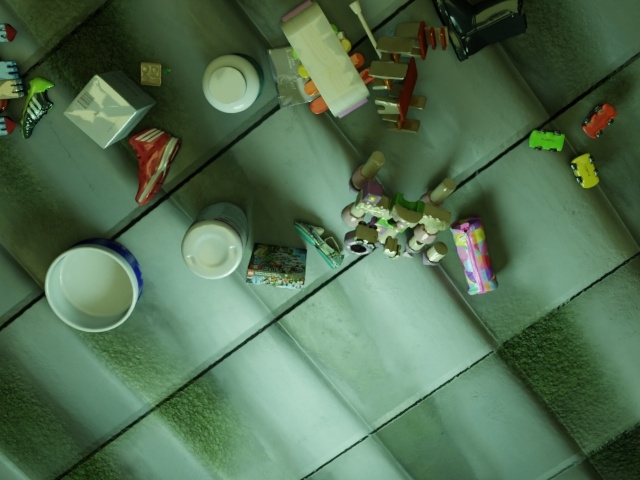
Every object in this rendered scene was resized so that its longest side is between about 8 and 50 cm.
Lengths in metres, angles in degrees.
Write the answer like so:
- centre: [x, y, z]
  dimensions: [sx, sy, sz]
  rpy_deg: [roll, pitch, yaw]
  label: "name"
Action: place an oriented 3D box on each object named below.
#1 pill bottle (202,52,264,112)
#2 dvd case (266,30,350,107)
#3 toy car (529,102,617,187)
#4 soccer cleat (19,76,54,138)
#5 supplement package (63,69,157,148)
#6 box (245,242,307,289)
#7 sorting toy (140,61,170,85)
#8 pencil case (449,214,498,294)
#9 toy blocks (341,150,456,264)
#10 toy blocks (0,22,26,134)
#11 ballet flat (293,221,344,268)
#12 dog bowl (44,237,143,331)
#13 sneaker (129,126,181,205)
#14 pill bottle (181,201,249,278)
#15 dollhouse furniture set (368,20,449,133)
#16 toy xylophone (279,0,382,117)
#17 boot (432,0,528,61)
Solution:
- centre: [-0.226, -0.411, 1.801]
  dimensions: [0.146, 0.264, 0.146]
  rpy_deg: [0, 107, 0]
  label: "pill bottle"
- centre: [-0.023, -0.472, 1.912]
  dimensions: [0.221, 0.018, 0.164]
  rpy_deg: [-12, 106, 3]
  label: "dvd case"
- centre: [0.695, -0.279, 1.951]
  dimensions: [0.225, 0.053, 0.239]
  rpy_deg: [8, 106, -2]
  label: "toy car"
- centre: [-0.788, -0.364, 1.925]
  dimensions: [0.072, 0.060, 0.179]
  rpy_deg: [15, 106, -17]
  label: "soccer cleat"
- centre: [-0.549, -0.352, 1.829]
  dimensions: [0.134, 0.244, 0.139]
  rpy_deg: [43, 101, -12]
  label: "supplement package"
- centre: [-0.121, 0.070, 1.959]
  dimensions: [0.159, 0.233, 0.044]
  rpy_deg: [8, 107, -3]
  label: "box"
- centre: [-0.456, -0.461, 1.918]
  dimensions: [0.083, 0.012, 0.062]
  rpy_deg: [5, 102, 2]
  label: "sorting toy"
- centre: [0.448, 0.043, 2.022]
  dimensions: [0.104, 0.104, 0.236]
  rpy_deg: [-19, 106, 6]
  label: "pencil case"
- centre: [0.189, -0.033, 1.926]
  dimensions: [0.288, 0.309, 0.260]
  rpy_deg: [19, 148, -13]
  label: "toy blocks"
- centre: [-0.925, -0.426, 1.860]
  dimensions: [0.261, 0.191, 0.381]
  rpy_deg: [-7, 106, -10]
  label: "toy blocks"
- centre: [0.000, 0.000, 2.035]
  dimensions: [0.070, 0.070, 0.188]
  rpy_deg: [-39, 104, 11]
  label: "ballet flat"
- centre: [-0.665, 0.130, 2.044]
  dimensions: [0.265, 0.104, 0.265]
  rpy_deg: [0, 107, 0]
  label: "dog bowl"
- centre: [-0.498, -0.219, 1.964]
  dimensions: [0.128, 0.087, 0.221]
  rpy_deg: [30, 92, 0]
  label: "sneaker"
- centre: [-0.281, -0.011, 1.909]
  dimensions: [0.160, 0.283, 0.160]
  rpy_deg: [0, 106, 0]
  label: "pill bottle"
- centre: [0.239, -0.439, 1.801]
  dimensions: [0.135, 0.262, 0.259]
  rpy_deg: [10, 70, 20]
  label: "dollhouse furniture set"
- centre: [0.040, -0.495, 1.852]
  dimensions: [0.236, 0.081, 0.323]
  rpy_deg: [-23, 105, 6]
  label: "toy xylophone"
- centre: [0.417, -0.623, 1.826]
  dimensions: [0.207, 0.094, 0.246]
  rpy_deg: [-26, 111, 11]
  label: "boot"
